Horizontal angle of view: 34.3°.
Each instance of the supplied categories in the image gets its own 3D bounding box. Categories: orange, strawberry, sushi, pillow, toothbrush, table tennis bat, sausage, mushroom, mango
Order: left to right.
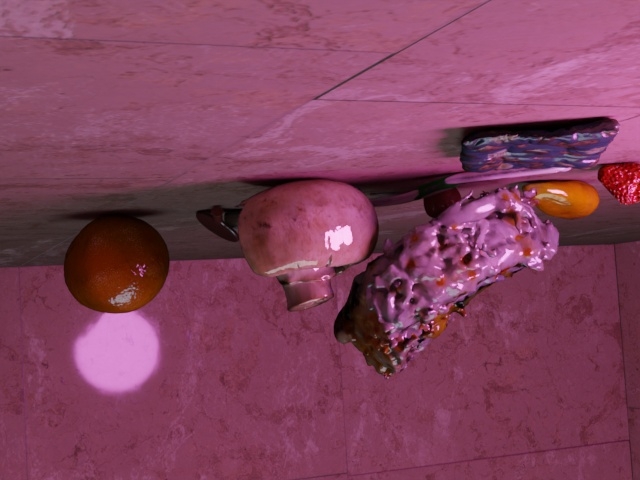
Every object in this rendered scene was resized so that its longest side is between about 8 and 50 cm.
[{"bbox_3d":[-0.390,0.046,1.975,0.206,0.206,0.206,-3,176,0],"label":"orange"},{"bbox_3d":[-0.199,-0.033,1.997,0.098,0.019,0.155,30,163,4],"label":"table tennis bat"},{"bbox_3d":[0.000,0.000,1.632,0.188,0.195,0.253,-17,172,26],"label":"mushroom"},{"bbox_3d":[0.216,-0.068,1.844,0.059,0.054,0.094,-2,176,-13],"label":"sausage"},{"bbox_3d":[0.197,-0.086,1.666,0.417,0.040,0.042,-6,178,28],"label":"toothbrush"},{"bbox_3d":[0.216,0.056,1.727,0.417,0.176,0.417,-35,170,-7],"label":"sushi"},{"bbox_3d":[0.274,-0.115,1.336,0.188,0.034,0.255,-4,176,7],"label":"pillow"},{"bbox_3d":[0.437,-0.078,1.875,0.187,0.066,0.101,11,167,-41],"label":"mango"},{"bbox_3d":[0.483,-0.093,1.655,0.083,0.074,0.073,10,176,1],"label":"strawberry"}]

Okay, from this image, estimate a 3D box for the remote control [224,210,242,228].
[{"bbox_3d":[-0.069,-0.047,2.035,0.233,0.038,0.098,-4,176,13],"label":"remote control"}]

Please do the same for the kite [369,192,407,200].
[{"bbox_3d":[0.131,-0.081,1.929,0.152,0.005,0.137,-6,173,40],"label":"kite"}]
